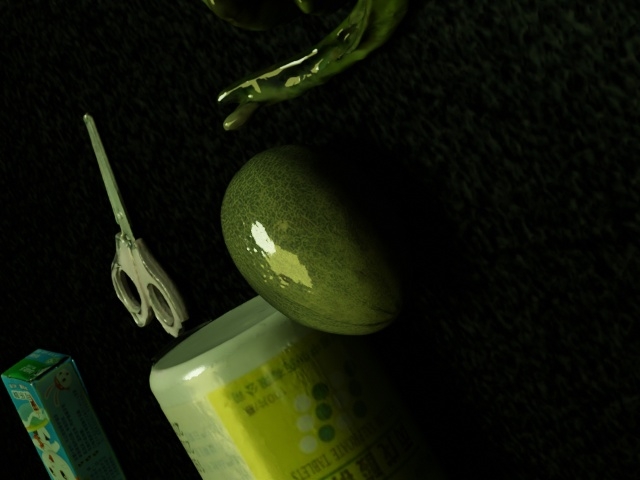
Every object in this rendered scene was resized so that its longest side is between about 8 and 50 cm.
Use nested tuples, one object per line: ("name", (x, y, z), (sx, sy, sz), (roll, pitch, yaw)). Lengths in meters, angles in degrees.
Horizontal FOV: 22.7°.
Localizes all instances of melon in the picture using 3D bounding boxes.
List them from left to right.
("melon", (0.000, 0.000, 0.949), (0.130, 0.098, 0.098), (42, 147, 9))

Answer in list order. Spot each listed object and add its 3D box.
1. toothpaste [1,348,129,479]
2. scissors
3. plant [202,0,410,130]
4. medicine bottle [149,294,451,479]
("toothpaste", (-0.215, 0.227, 1.496), (0.065, 0.050, 0.267), (4, 122, 49))
("scissors", (-0.150, -0.011, 1.225), (0.100, 0.015, 0.189), (15, 129, 51))
("plant", (0.013, -0.182, 0.776), (0.333, 0.251, 0.180), (15, -120, -83))
("medicine bottle", (0.007, 0.161, 1.044), (0.143, 0.143, 0.258), (-17, 105, 58))
